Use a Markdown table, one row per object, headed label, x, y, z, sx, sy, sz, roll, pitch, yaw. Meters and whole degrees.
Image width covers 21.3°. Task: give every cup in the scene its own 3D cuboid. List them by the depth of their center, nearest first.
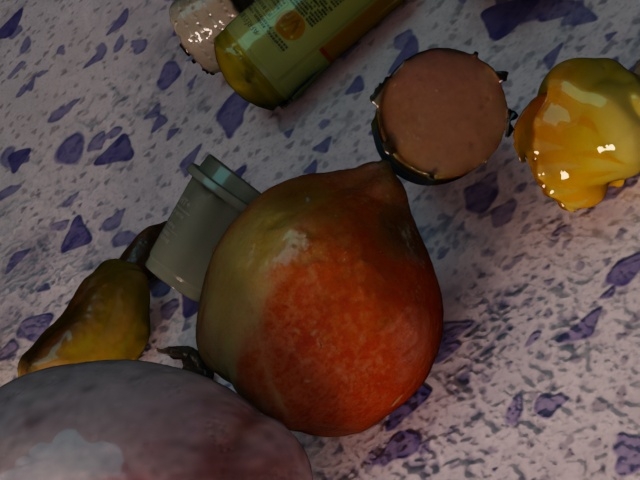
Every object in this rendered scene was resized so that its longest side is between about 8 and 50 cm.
| label | x | y | z | sx | sy | sz | roll | pitch | yaw |
| --- | --- | --- | --- | --- | --- | --- | --- | --- | --- |
| cup | -0.123 | -0.009 | 1.859 | 0.141 | 0.120 | 0.120 | -54 | 35 | 0 |

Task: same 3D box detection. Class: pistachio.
| label | x | y | z | sx | sy | sz | roll | pitch | yaw |
| --- | --- | --- | --- | --- | --- | --- | --- | --- | --- |
| pistachio | -0.248 | 0.110 | 1.876 | 0.110 | 0.100 | 0.189 | 23 | 61 | 30 |

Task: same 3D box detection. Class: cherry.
| label | x | y | z | sx | sy | sz | roll | pitch | yaw |
| --- | --- | --- | --- | --- | --- | --- | --- | --- | --- |
| cherry | -0.188 | 0.246 | 1.494 | 0.335 | 0.291 | 0.326 | -54 | 51 | 10 |

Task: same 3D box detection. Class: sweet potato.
| label | x | y | z | sx | sy | sz | roll | pitch | yaw |
| --- | --- | --- | --- | --- | --- | --- | --- | --- | --- |
| sweet potato | -0.189 | 0.005 | 1.973 | 0.049 | 0.049 | 0.117 | 12 | 52 | 50 |

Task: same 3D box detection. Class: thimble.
| label | x | y | z | sx | sy | sz | roll | pitch | yaw |
| --- | --- | --- | --- | --- | --- | --- | --- | --- | --- |
| thimble | -0.127 | -0.272 | 2.130 | 0.090 | 0.115 | 0.102 | -32 | 34 | 16 |

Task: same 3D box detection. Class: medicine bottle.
| label | x | y | z | sx | sy | sz | roll | pitch | yaw |
| --- | --- | --- | --- | --- | --- | --- | --- | --- | --- |
| medicine bottle | -0.015 | -0.258 | 2.000 | 0.239 | 0.124 | 0.124 | -41 | 35 | 5 |

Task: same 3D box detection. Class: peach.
| label | x | y | z | sx | sy | sz | roll | pitch | yaw |
| --- | --- | --- | --- | --- | --- | --- | --- | --- | --- |
| peach | 0.005 | 0.043 | 1.559 | 0.257 | 0.232 | 0.232 | -59 | 35 | 2 |

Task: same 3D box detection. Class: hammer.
| label | x | y | z | sx | sy | sz | roll | pitch | yaw |
| --- | --- | --- | --- | --- | --- | --- | --- | --- | --- |
| hammer | -0.232 | 0.219 | 1.804 | 0.297 | 0.027 | 0.125 | -40 | 35 | 8 |

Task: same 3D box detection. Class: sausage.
| label | x | y | z | sx | sy | sz | roll | pitch | yaw |
| --- | --- | --- | --- | --- | --- | --- | --- | --- | --- |
| sausage | 0.112 | -0.113 | 1.648 | 0.125 | 0.117 | 0.317 | -15 | 0 | 1 |

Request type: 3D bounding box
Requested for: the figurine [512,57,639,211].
| label | x | y | z | sx | sy | sz | roll | pitch | yaw |
| --- | --- | --- | --- | --- | --- | --- | --- | --- | --- |
| figurine | 0.282 | -0.130 | 1.571 | 0.246 | 0.131 | 0.156 | -40 | 20 | -17 |
